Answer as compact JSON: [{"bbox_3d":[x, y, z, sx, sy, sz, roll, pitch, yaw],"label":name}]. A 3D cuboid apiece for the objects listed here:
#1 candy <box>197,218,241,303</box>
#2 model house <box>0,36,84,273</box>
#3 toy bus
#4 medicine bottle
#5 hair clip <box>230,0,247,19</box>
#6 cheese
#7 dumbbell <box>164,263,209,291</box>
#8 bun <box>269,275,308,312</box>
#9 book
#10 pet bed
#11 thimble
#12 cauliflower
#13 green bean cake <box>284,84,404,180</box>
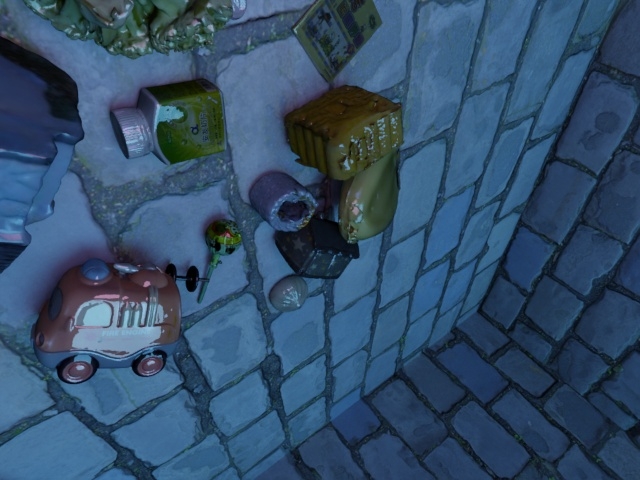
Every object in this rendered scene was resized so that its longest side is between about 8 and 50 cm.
[{"bbox_3d":[-0.280,0.070,1.069,0.083,0.091,0.305,-19,145,-48],"label":"candy"},{"bbox_3d":[-0.531,-0.081,0.499,0.361,0.297,0.338,5,129,-47],"label":"model house"},{"bbox_3d":[-0.435,0.153,0.867,0.288,0.194,0.231,9,110,-34],"label":"toy bus"},{"bbox_3d":[-0.280,-0.217,0.763,0.189,0.088,0.131,-24,140,-29],"label":"medicine bottle"},{"bbox_3d":[-0.133,-0.473,0.681,0.257,0.075,0.146,-40,143,3],"label":"hair clip"},{"bbox_3d":[0.136,-0.124,1.165,0.315,0.128,0.259,-62,144,-34],"label":"cheese"},{"bbox_3d":[-0.347,0.094,1.014,0.147,0.069,0.069,9,118,-39],"label":"dumbbell"},{"bbox_3d":[-0.095,0.191,1.359,0.138,0.094,0.138,-24,139,-23],"label":"bun"},{"bbox_3d":[0.042,-0.475,0.903,0.192,0.013,0.168,-48,145,3],"label":"book"},{"bbox_3d":[0.000,0.000,1.192,0.211,0.183,0.159,10,123,-47],"label":"pet bed"},{"bbox_3d":[-0.095,-0.100,1.045,0.151,0.118,0.127,19,110,-51],"label":"thimble"},{"bbox_3d":[-0.243,-0.370,0.501,0.327,0.281,0.260,-27,105,-2],"label":"cauliflower"},{"bbox_3d":[0.053,-0.258,0.946,0.224,0.230,0.131,-34,137,-20],"label":"green bean cake"}]
